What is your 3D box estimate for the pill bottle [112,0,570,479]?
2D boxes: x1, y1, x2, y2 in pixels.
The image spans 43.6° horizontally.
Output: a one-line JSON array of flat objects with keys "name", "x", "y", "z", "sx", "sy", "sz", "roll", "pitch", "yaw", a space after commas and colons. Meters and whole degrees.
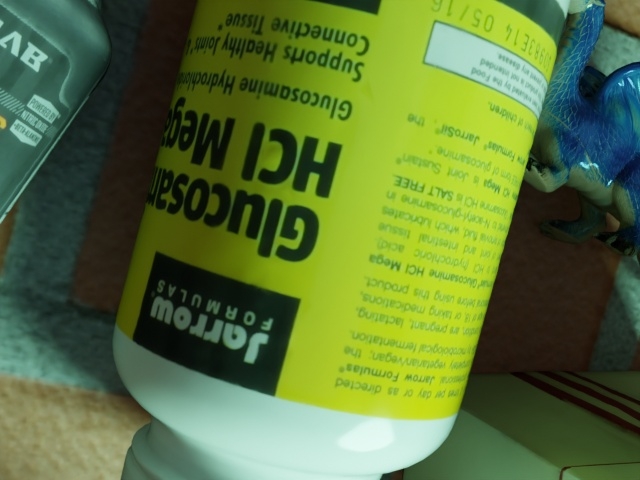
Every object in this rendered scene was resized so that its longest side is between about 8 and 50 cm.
[{"name": "pill bottle", "x": 0.000, "y": 0.000, "z": 0.425, "sx": 0.188, "sy": 0.188, "sz": 0.334, "roll": 14, "pitch": 92, "yaw": -21}]

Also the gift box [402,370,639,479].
[{"name": "gift box", "x": 0.179, "y": 0.229, "z": 0.484, "sx": 0.276, "sy": 0.258, "sz": 0.255, "roll": -3, "pitch": 98, "yaw": -20}]

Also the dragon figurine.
[{"name": "dragon figurine", "x": 0.201, "y": -0.070, "z": 0.542, "sx": 0.289, "sy": 0.085, "sz": 0.144, "roll": 38, "pitch": 84, "yaw": -19}]

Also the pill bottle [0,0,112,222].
[{"name": "pill bottle", "x": -0.189, "y": -0.073, "z": 0.378, "sx": 0.130, "sy": 0.130, "sz": 0.245, "roll": 35, "pitch": 84, "yaw": -20}]
